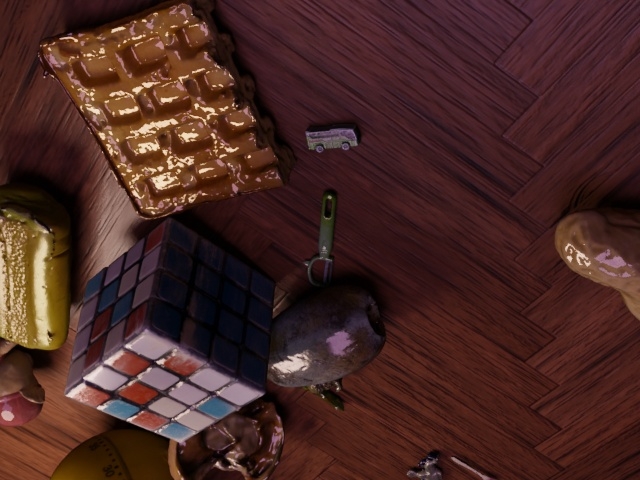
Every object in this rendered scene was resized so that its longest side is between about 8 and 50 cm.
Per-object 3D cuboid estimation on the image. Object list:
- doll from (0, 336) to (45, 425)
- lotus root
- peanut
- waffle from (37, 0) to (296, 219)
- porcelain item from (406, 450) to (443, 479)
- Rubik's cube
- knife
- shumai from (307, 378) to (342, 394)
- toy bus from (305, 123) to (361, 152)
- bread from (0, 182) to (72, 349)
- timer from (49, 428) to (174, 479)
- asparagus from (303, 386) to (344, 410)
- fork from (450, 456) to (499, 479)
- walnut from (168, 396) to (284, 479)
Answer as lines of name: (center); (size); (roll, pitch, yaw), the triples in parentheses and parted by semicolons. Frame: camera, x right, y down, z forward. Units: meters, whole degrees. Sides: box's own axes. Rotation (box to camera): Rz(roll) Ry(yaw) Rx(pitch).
doll: (-0.683, 0.273, 1.785); (0.255, 0.152, 0.196); (60, 153, -11)
lotus root: (-0.027, 0.188, 1.525); (0.322, 0.140, 0.158); (-28, 85, 33)
peanut: (0.498, 0.048, 1.283); (0.325, 0.140, 0.153); (30, 146, -5)
waffle: (-0.241, -0.204, 1.338); (0.304, 0.077, 0.348); (-10, 124, 24)
porcelain item: (0.218, 0.491, 1.776); (0.075, 0.021, 0.136); (-1, 126, 17)
Rubik's cube: (-0.256, 0.163, 1.478); (0.256, 0.259, 0.253); (34, 129, -30)
knife: (0.000, -0.001, 1.464); (0.054, 0.015, 0.212); (13, 131, 8)
shumai: (0.007, 0.256, 1.641); (0.080, 0.082, 0.083); (-25, 131, -13)
toy bus: (0.020, -0.161, 1.325); (0.083, 0.031, 0.037); (-3, 116, 18)
bread: (-0.544, 0.051, 1.597); (0.166, 0.112, 0.383); (18, 131, 4)
timer: (-0.388, 0.570, 1.841); (0.387, 0.376, 0.376); (-12, 137, -30)
asparagus: (0.006, 0.309, 1.697); (0.108, 0.021, 0.025); (37, 132, -14)
fork: (0.317, 0.473, 1.741); (0.115, 0.012, 0.016); (30, 122, -7)
walnut: (-0.198, 0.395, 1.728); (0.238, 0.141, 0.204); (8, 93, -29)
